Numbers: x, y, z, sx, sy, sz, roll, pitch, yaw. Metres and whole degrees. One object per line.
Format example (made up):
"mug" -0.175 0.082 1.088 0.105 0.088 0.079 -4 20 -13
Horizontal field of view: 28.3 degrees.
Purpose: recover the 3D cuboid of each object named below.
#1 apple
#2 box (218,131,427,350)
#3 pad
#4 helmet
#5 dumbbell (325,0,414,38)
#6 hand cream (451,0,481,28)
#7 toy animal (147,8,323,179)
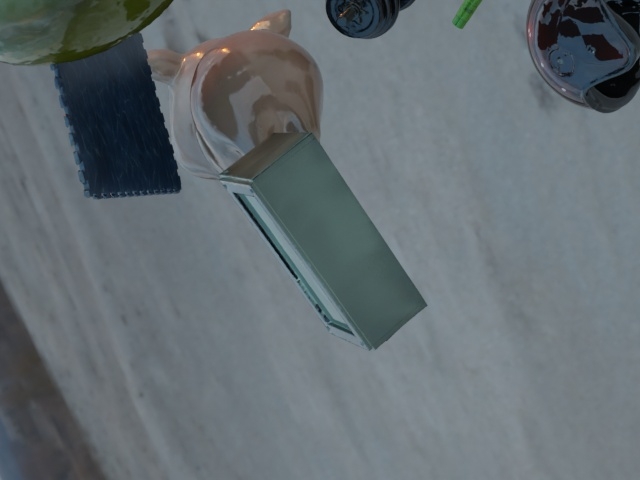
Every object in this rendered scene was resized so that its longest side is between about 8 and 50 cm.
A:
"apple" -0.255 -0.279 1.173 0.258 0.295 0.233 -86 -16 -69
"box" 0.000 0.000 1.354 0.225 0.086 0.129 55 167 -15
"pad" -0.240 -0.177 1.443 0.269 0.012 0.270 -19 -86 -74
"helmet" 0.360 -0.272 1.617 0.193 0.189 0.216 17 129 37
"dumbbell" 0.066 -0.314 1.584 0.099 0.208 0.099 14 127 19
"hand cream" 0.251 -0.395 2.030 0.122 0.036 0.023 -57 11 26
"toy animal" -0.099 -0.178 1.672 0.326 0.237 0.269 107 141 -68
